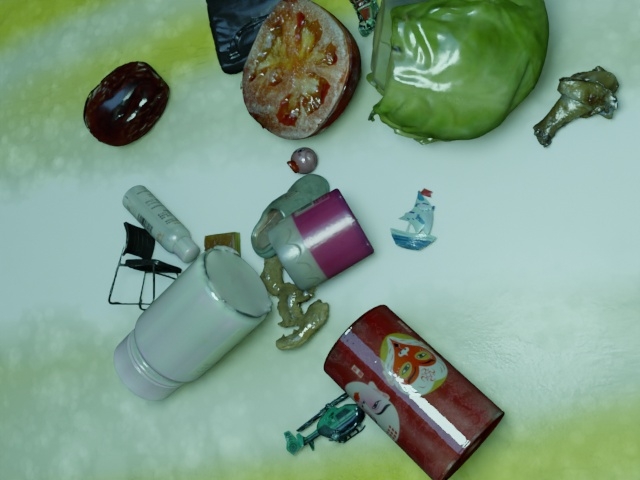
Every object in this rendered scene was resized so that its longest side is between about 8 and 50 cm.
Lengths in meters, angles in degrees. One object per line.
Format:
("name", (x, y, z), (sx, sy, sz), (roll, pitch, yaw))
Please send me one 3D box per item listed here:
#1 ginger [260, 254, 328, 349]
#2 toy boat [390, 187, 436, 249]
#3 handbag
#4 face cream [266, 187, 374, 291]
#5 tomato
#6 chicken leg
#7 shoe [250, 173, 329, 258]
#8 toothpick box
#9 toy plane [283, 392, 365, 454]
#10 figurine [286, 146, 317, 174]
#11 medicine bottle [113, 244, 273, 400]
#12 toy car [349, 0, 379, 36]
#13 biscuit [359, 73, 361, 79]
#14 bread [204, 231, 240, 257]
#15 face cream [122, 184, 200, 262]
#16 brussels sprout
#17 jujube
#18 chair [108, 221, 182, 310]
("ginger", (-0.063, 0.130, 1.695), (0.149, 0.065, 0.259), (-20, 63, 7))
("toy boat", (0.231, -0.040, 1.621), (0.105, 0.034, 0.149), (37, 83, 27))
("handbag", (-0.161, -0.581, 1.855), (0.275, 0.088, 0.244), (-17, 76, 16))
("face cream", (0.000, 0.000, 1.610), (0.194, 0.175, 0.175), (-30, 70, 4))
("tomato", (-0.026, -0.400, 1.713), (0.338, 0.143, 0.339), (1, 92, 37))
("chicken leg", (0.540, -0.291, 1.505), (0.196, 0.080, 0.125), (-24, 84, 18))
("shoe", (-0.085, -0.070, 1.708), (0.103, 0.100, 0.251), (38, 88, 30))
("toothpick box", (0.190, 0.316, 1.470), (0.333, 0.204, 0.204), (42, 98, 25))
("toy plane", (0.018, 0.421, 1.604), (0.235, 0.060, 0.096), (-36, 61, 10))
("figurine", (-0.043, -0.197, 1.741), (0.071, 0.083, 0.067), (-40, 110, 2))
("medicine bottle", (-0.309, 0.206, 1.676), (0.378, 0.213, 0.214), (-42, 67, 23))
("toy car", (0.112, -0.582, 1.754), (0.073, 0.054, 0.143), (-22, 72, 19))
("biscuit", (0.062, -0.416, 1.760), (0.084, 0.023, 0.084), (-5, 78, 23))
("bread", (-0.251, 0.026, 1.805), (0.094, 0.035, 0.090), (-7, 78, 22))
("face cream", (-0.419, -0.040, 1.864), (0.269, 0.082, 0.082), (42, 98, 25))
("brussels sprout", (0.294, -0.415, 1.503), (0.360, 0.342, 0.426), (6, 86, -3))
("jujube", (-0.528, -0.367, 1.922), (0.243, 0.183, 0.183), (-42, 67, 4))
("chair", (-0.441, 0.067, 1.827), (0.145, 0.140, 0.221), (-2, 76, 23))
